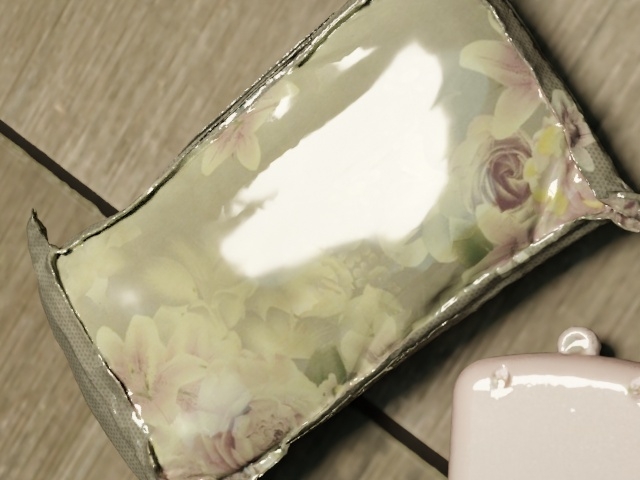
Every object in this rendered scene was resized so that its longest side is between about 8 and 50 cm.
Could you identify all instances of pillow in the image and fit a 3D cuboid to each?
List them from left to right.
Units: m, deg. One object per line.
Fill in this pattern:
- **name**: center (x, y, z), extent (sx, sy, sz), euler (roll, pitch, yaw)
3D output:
- **pillow**: center (0.000, 0.000, 0.536), extent (0.255, 0.059, 0.169), euler (-37, 73, 15)

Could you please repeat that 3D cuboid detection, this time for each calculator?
- **calculator**: center (0.096, 0.120, 0.496), extent (0.100, 0.032, 0.175), euler (3, 86, 23)
